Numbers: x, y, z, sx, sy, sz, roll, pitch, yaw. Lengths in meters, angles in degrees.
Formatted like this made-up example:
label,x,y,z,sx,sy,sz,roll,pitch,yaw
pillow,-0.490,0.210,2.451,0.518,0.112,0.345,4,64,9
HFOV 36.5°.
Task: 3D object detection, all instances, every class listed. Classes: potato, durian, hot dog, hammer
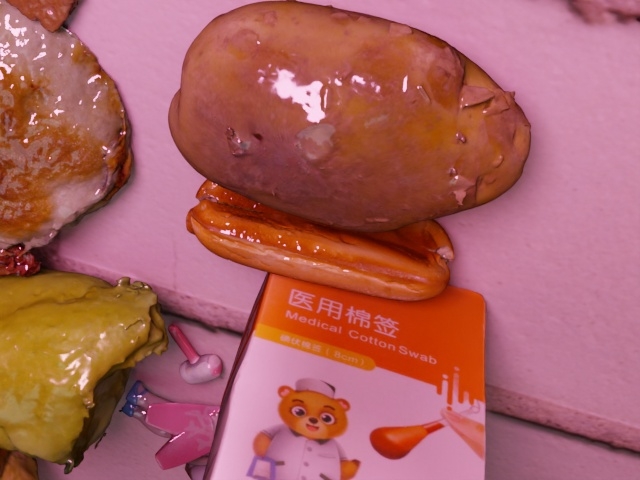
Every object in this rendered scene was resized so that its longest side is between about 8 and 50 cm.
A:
label,x,y,z,sx,sy,sz,roll,pitch,yaw
potato,0.020,-0.093,0.778,0.296,0.141,0.191,8,136,4
durian,-0.325,0.137,1.038,0.340,0.204,0.256,8,145,8
hot dog,0.000,0.000,0.894,0.250,0.100,0.068,15,138,-3
hammer,-0.149,0.128,1.100,0.052,0.031,0.083,-18,119,24

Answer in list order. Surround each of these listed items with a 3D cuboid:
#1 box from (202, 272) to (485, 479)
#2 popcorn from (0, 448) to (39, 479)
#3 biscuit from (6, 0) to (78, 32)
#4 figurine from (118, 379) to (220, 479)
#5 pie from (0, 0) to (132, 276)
label,x,y,z,sx,sy,sz,roll,pitch,yaw
box,0.024,0.163,0.875,0.225,0.341,0.143,18,126,-3
popcorn,-0.520,0.323,1.199,0.312,0.312,0.312,7,133,8
biscuit,-0.210,-0.277,0.742,0.131,0.026,0.237,33,130,-16
figurine,-0.131,0.268,1.175,0.260,0.103,0.205,29,131,0
pie,-0.307,-0.104,0.892,0.257,0.105,0.274,-34,120,20
